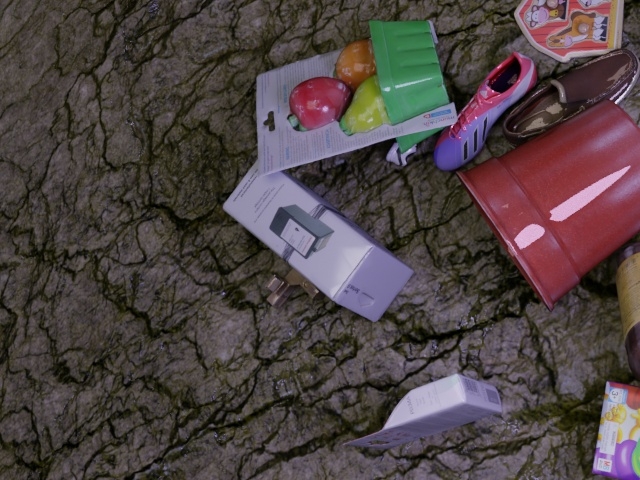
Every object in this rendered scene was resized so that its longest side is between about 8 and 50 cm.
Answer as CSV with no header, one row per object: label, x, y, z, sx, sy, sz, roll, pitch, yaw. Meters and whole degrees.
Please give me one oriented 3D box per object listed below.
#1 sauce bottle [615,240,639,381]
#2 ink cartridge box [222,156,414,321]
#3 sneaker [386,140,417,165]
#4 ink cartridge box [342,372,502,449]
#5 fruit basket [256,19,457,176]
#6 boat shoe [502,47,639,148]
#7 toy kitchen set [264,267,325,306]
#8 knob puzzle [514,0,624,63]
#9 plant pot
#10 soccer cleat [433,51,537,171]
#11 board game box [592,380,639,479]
sauce bottle,0.500,0.141,1.598,0.111,0.111,0.344,-16,33,22
ink cartridge box,0.000,0.000,1.926,0.289,0.211,0.121,39,95,28
sneaker,0.165,-0.185,1.991,0.044,0.040,0.109,31,96,13
ink cartridge box,0.165,0.286,1.787,0.225,0.181,0.056,-21,68,22
fruit basket,0.056,-0.249,1.943,0.353,0.165,0.327,-20,39,12
boat shoe,0.423,-0.240,1.837,0.257,0.095,0.095,-37,64,14
toy kitchen set,-0.053,0.100,2.007,0.083,0.068,0.075,-50,62,8
knob puzzle,0.434,-0.407,1.911,0.213,0.030,0.213,-7,75,25
plant pot,0.400,-0.070,1.728,0.265,0.272,0.272,-34,65,6
soccer cleat,0.280,-0.229,1.906,0.248,0.095,0.083,-46,62,9
board game box,0.563,0.306,1.604,0.275,0.142,0.144,7,81,28
